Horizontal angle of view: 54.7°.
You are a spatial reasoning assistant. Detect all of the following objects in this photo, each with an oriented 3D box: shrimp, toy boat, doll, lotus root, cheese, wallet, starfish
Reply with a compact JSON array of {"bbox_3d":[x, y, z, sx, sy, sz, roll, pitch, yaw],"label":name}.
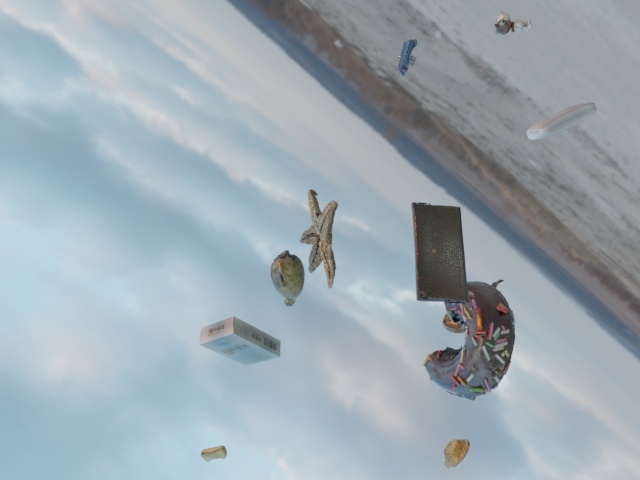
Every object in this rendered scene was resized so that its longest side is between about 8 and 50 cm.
[{"bbox_3d":[0.518,0.225,2.028,0.117,0.262,0.066,48,167,49],"label":"shrimp"},{"bbox_3d":[0.197,-0.409,1.384,0.038,0.083,0.038,17,-170,-3],"label":"toy boat"},{"bbox_3d":[0.446,-0.499,1.440,0.085,0.058,0.040,20,157,-9],"label":"doll"},{"bbox_3d":[-0.117,0.141,2.291,0.138,0.138,0.214,-109,9,-67],"label":"lotus root"},{"bbox_3d":[-0.312,0.629,1.821,0.030,0.083,0.044,-70,-41,-59],"label":"cheese"},{"bbox_3d":[0.284,0.029,1.486,0.132,0.243,0.039,3,162,-12],"label":"wallet"},{"bbox_3d":[0.001,0.000,1.442,0.043,0.227,0.241,-4,-114,-18],"label":"starfish"}]

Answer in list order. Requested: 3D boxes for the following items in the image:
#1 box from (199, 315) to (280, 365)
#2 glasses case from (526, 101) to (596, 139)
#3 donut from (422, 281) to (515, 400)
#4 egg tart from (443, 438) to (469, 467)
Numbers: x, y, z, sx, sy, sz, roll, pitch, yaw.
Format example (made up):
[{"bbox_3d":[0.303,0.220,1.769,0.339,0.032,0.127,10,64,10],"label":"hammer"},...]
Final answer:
[{"bbox_3d":[-0.265,0.341,2.070,0.243,0.155,0.067,36,-139,-43],"label":"box"},{"bbox_3d":[0.622,-0.309,1.598,0.049,0.197,0.076,67,167,-8],"label":"glasses case"},{"bbox_3d":[0.426,0.291,1.759,0.136,0.345,0.259,14,-175,-20],"label":"donut"},{"bbox_3d":[0.487,0.763,2.243,0.049,0.129,0.129,42,-168,-2],"label":"egg tart"}]
